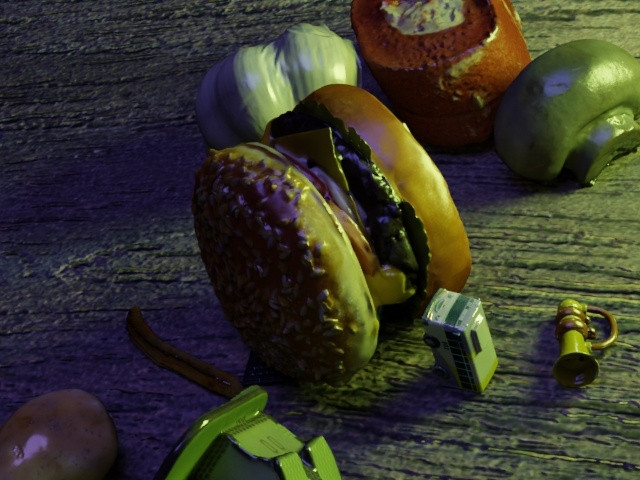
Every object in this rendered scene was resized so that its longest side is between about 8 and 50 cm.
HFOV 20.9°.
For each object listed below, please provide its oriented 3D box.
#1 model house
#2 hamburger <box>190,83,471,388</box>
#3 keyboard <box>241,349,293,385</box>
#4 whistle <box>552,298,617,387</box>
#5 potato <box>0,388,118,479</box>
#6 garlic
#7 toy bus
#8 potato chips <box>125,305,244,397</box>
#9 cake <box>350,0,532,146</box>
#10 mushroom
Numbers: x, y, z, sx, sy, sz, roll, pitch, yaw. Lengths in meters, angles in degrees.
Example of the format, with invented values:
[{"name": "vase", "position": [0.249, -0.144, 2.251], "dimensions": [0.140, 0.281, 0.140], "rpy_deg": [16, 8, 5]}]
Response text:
[{"name": "model house", "position": [-0.035, 0.306, 1.577], "dimensions": [0.278, 0.218, 0.205], "rpy_deg": [37, 19, 12]}, {"name": "hamburger", "position": [0.000, 0.000, 1.768], "dimensions": [0.225, 0.291, 0.291], "rpy_deg": [-30, 40, -23]}, {"name": "keyboard", "position": [-0.037, 0.081, 1.897], "dimensions": [0.063, 0.010, 0.198], "rpy_deg": [-6, 42, 21]}, {"name": "whistle", "position": [0.261, 0.093, 1.730], "dimensions": [0.057, 0.046, 0.109], "rpy_deg": [-21, 32, 24]}, {"name": "potato", "position": [-0.289, 0.227, 1.774], "dimensions": [0.178, 0.109, 0.118], "rpy_deg": [-38, 64, -10]}, {"name": "garlic", "position": [-0.070, -0.168, 2.034], "dimensions": [0.229, 0.142, 0.178], "rpy_deg": [-43, 51, 34]}, {"name": "toy bus", "position": [0.140, 0.101, 1.726], "dimensions": [0.058, 0.102, 0.052], "rpy_deg": [11, 50, 29]}, {"name": "potato chips", "position": [-0.155, 0.125, 1.892], "dimensions": [0.037, 0.026, 0.204], "rpy_deg": [-29, 38, -29]}, {"name": "cake", "position": [0.145, -0.232, 2.062], "dimensions": [0.177, 0.151, 0.283], "rpy_deg": [-26, 39, 14]}, {"name": "mushroom", "position": [0.276, -0.152, 1.911], "dimensions": [0.188, 0.117, 0.141], "rpy_deg": [-38, 58, -12]}]
